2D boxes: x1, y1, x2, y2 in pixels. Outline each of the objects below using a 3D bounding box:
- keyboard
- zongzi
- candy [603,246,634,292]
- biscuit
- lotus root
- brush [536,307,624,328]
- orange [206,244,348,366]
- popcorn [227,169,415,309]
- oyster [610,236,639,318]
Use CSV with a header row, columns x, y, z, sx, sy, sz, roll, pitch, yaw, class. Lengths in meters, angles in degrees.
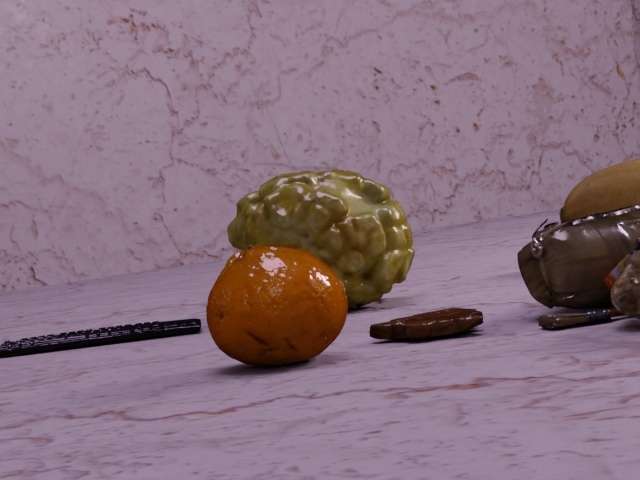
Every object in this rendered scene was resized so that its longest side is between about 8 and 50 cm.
x,y,z,sx,sy,sz,roll,pitch,yaw,class
-0.271,0.118,1.934,0.250,0.017,0.087,-8,4,-4,keyboard
0.267,0.030,1.688,0.194,0.099,0.197,-8,-8,-34,zongzi
0.334,0.020,1.543,0.062,0.038,0.122,-20,-20,-24,candy
0.119,0.085,1.597,0.119,0.019,0.130,-6,3,24,biscuit
0.451,-0.041,2.149,0.146,0.131,0.303,42,-28,-28,lotus root
0.298,0.071,1.546,0.170,0.014,0.043,-6,1,-15,brush
-0.042,0.061,1.493,0.135,0.118,0.135,-6,9,1,orange
0.005,0.000,2.013,0.235,0.181,0.217,0,4,27,popcorn
0.336,0.047,1.411,0.209,0.072,0.133,15,-8,42,oyster
